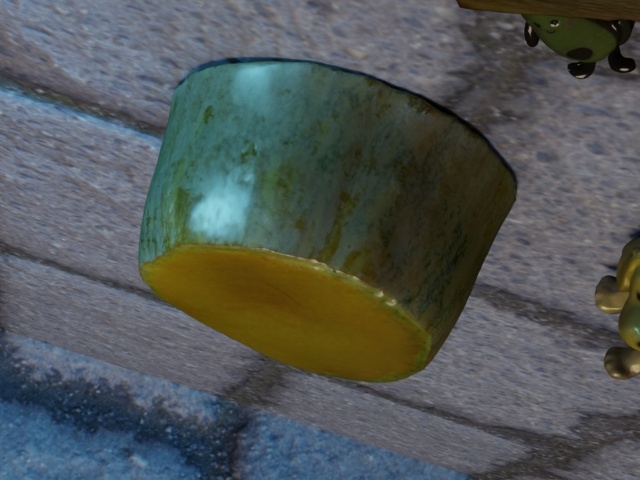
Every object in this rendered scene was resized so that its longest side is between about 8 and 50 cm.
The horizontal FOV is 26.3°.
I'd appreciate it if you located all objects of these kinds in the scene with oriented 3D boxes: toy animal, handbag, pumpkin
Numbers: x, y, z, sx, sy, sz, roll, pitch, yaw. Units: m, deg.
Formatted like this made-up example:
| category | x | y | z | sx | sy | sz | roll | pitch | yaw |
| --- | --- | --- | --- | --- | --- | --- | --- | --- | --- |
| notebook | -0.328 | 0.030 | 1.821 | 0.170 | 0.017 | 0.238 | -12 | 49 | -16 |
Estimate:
| category | x | y | z | sx | sy | sz | roll | pitch | yaw |
| --- | --- | --- | --- | --- | --- | --- | --- | --- | --- |
| toy animal | 0.351 | 0.080 | 1.306 | 0.233 | 0.121 | 0.168 | 24 | 150 | -30 |
| handbag | 0.159 | -0.149 | 0.890 | 0.072 | 0.047 | 0.111 | -3 | 156 | 44 |
| pumpkin | 0.000 | 0.000 | 1.245 | 0.332 | 0.199 | 0.332 | 12 | 162 | 4 |

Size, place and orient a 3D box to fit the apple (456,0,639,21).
| category | x | y | z | sx | sy | sz | roll | pitch | yaw |
| --- | --- | --- | --- | --- | --- | --- | --- | --- | --- |
| apple | 0.056 | -0.157 | 0.558 | 0.329 | 0.295 | 0.365 | 51 | 180 | -11 |
